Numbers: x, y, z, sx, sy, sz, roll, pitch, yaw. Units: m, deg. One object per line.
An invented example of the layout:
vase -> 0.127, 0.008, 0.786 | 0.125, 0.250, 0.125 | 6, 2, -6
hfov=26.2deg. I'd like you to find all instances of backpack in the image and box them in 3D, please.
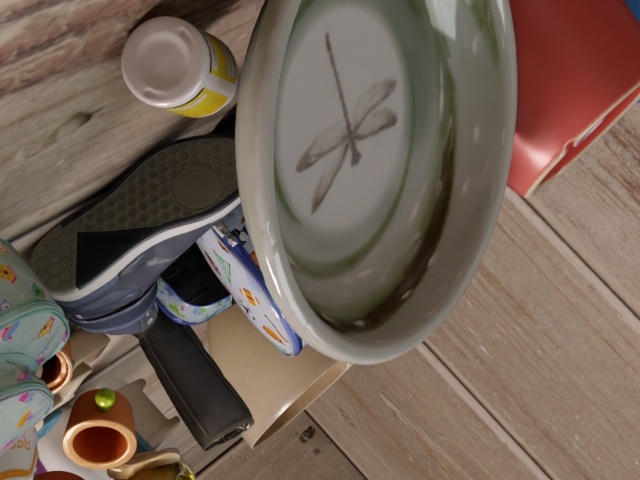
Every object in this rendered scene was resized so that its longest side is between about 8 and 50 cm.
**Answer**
backpack -> -0.132, 0.036, 1.498 | 0.114, 0.105, 0.084 | -34, 168, -36
backpack -> 0.000, 0.000, 1.372 | 0.213, 0.263, 0.276 | -45, 170, -5
backpack -> -0.275, 0.091, 1.014 | 0.188, 0.144, 0.166 | -45, 166, -8

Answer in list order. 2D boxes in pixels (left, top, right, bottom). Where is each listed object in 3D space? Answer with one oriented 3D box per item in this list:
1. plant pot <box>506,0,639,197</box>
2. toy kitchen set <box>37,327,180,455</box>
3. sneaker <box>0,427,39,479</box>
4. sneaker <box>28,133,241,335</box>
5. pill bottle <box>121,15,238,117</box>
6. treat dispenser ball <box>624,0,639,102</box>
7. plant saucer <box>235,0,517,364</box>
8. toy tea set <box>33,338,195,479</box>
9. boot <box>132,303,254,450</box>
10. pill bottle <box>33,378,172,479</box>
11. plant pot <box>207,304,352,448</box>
plant pot -> 0.195, -0.194, 1.398 | 0.275, 0.243, 0.275 | -41, 171, -8
toy kitchen set -> -0.280, 0.220, 1.516 | 0.122, 0.166, 0.207 | -34, 168, -46
sneaker -> -0.348, 0.220, 1.226 | 0.126, 0.128, 0.321 | -4, 153, -37
sneaker -> -0.149, 0.000, 1.259 | 0.226, 0.086, 0.163 | -32, 159, -9
pill bottle -> -0.097, -0.124, 1.009 | 0.065, 0.065, 0.116 | -44, 171, 8
treat dispenser ball -> 0.378, -0.300, 1.558 | 0.288, 0.288, 0.288 | -42, 171, -8
plant saucer -> 0.033, -0.101, 1.156 | 0.400, 0.100, 0.401 | -20, 114, -53
toy tea set -> -0.261, 0.222, 1.345 | 0.200, 0.336, 0.124 | -20, -142, 11
boot -> -0.142, 0.126, 1.536 | 0.076, 0.208, 0.189 | -49, 170, 24
pill bottle -> -0.333, 0.320, 1.762 | 0.301, 0.169, 0.169 | -45, 171, 14
plant pot -> -0.061, 0.150, 2.080 | 0.284, 0.191, 0.284 | -42, 172, -7
